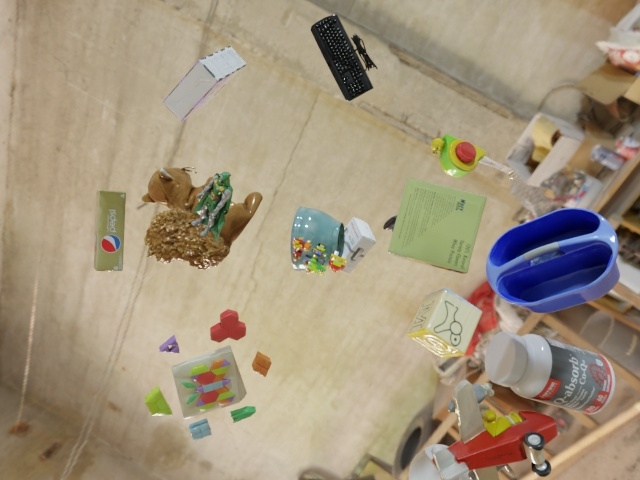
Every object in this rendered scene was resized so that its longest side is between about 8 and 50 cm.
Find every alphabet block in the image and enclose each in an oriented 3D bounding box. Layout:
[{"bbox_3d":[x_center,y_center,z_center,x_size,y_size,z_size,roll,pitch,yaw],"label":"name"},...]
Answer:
[{"bbox_3d":[0.494,0.333,1.952,0.197,0.192,0.193,-58,2,-22],"label":"alphabet block"}]

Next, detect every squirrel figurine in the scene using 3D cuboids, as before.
[{"bbox_3d":[-0.475,-0.095,1.772,0.281,0.370,0.397,-37,24,41],"label":"squirrel figurine"}]

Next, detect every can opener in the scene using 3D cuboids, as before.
[{"bbox_3d":[0.266,-0.071,1.434,0.073,0.059,0.186,-23,-10,-44],"label":"can opener"}]

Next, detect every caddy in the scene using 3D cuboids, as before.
[{"bbox_3d":[0.630,0.056,1.331,0.341,0.179,0.242,-27,51,32],"label":"caddy"}]

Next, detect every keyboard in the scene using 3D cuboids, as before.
[{"bbox_3d":[0.061,-0.427,1.115,0.100,0.192,0.038,-28,8,3],"label":"keyboard"}]

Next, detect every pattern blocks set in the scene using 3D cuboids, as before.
[{"bbox_3d":[-0.250,0.323,1.104,0.285,0.026,0.325,-25,-54,-8],"label":"pattern blocks set"}]

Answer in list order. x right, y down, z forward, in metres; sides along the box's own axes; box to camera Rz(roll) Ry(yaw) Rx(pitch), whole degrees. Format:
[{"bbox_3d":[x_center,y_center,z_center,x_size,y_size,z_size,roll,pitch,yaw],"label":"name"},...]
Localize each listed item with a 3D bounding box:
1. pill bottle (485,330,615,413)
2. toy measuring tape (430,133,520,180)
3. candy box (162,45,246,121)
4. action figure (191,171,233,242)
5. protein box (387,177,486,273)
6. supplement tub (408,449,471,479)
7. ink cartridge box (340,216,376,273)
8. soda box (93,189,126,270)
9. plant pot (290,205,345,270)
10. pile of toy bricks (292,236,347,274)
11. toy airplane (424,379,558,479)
[{"bbox_3d":[0.749,0.430,1.611,0.210,0.362,0.211,-164,90,-80],"label":"pill bottle"},{"bbox_3d":[0.498,-0.238,1.578,0.122,0.329,0.121,-67,13,0],"label":"toy measuring tape"},{"bbox_3d":[-0.303,-0.419,1.293,0.164,0.070,0.196,-34,17,31],"label":"candy box"},{"bbox_3d":[-0.307,-0.112,1.405,0.063,0.137,0.232,-27,-23,-49],"label":"action figure"},{"bbox_3d":[0.298,-0.034,1.271,0.136,0.201,0.200,25,-100,-80],"label":"protein box"},{"bbox_3d":[0.547,0.985,2.021,0.331,0.241,0.241,21,-78,-43],"label":"supplement tub"},{"bbox_3d":[0.146,0.023,2.296,0.218,0.092,0.159,-50,35,24],"label":"ink cartridge box"},{"bbox_3d":[-0.481,-0.024,1.113,0.061,0.058,0.182,10,98,59],"label":"soda box"},{"bbox_3d":[0.000,0.000,2.172,0.293,0.196,0.294,5,-90,-77],"label":"plant pot"},{"bbox_3d":[-0.020,0.081,1.795,0.118,0.212,0.105,112,180,-52],"label":"pile of toy bricks"},{"bbox_3d":[0.533,0.662,1.629,0.272,0.384,0.386,-85,20,-65],"label":"toy airplane"}]
